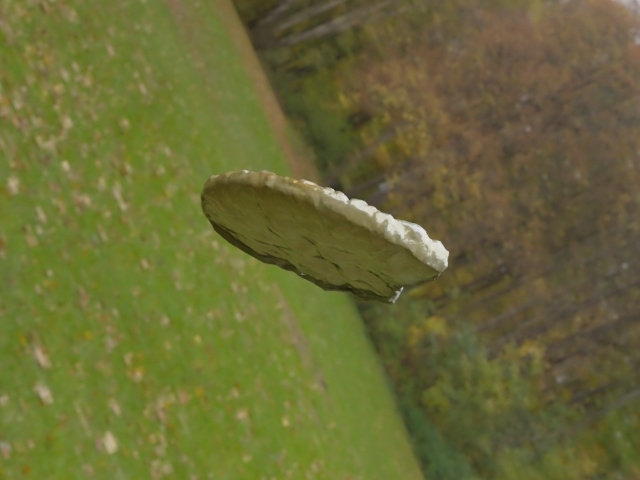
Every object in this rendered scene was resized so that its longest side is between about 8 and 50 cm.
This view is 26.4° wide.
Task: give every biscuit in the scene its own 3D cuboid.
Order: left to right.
[{"bbox_3d":[0.000,0.000,1.136,0.265,0.040,0.188,9,-24,46],"label":"biscuit"}]
